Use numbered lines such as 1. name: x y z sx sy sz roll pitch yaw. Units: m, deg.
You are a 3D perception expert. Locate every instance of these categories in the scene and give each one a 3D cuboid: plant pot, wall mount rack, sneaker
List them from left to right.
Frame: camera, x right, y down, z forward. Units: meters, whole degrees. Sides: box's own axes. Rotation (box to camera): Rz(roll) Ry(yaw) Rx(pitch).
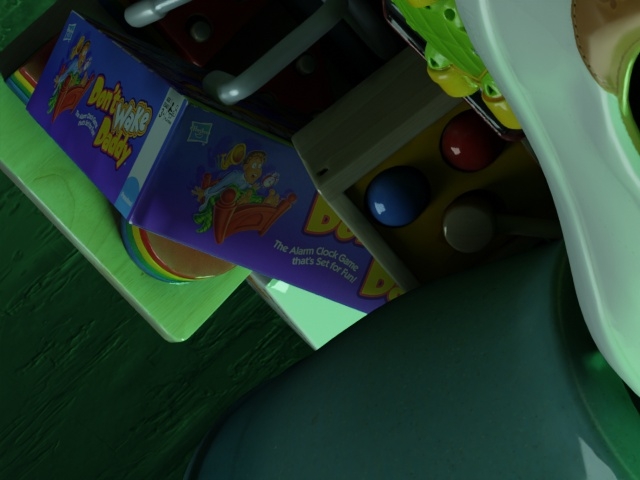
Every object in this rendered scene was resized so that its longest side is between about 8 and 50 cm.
1. wall mount rack: -0.113 -0.219 0.875 0.350 0.130 0.304 50 -179 -24
2. plant pot: 0.108 0.126 0.699 0.271 0.272 0.255 47 133 1
3. sneaker: 0.146 0.004 0.486 0.290 0.106 0.123 49 175 -34

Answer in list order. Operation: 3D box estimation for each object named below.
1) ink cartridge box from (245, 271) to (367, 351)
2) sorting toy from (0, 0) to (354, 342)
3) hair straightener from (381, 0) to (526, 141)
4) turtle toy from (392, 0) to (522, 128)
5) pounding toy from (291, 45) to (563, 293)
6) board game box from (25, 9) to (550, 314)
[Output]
1. ink cartridge box: 0.000 0.000 1.513 0.171 0.168 0.233 51 174 -35
2. sorting toy: -0.099 -0.099 1.118 0.255 0.257 0.089 48 159 -14
3. hair straightener: 0.035 -0.147 0.697 0.230 0.047 0.089 51 176 3
4. turtle toy: 0.070 -0.098 0.576 0.095 0.066 0.130 47 176 -32
5. pounding toy: 0.084 -0.028 0.796 0.141 0.130 0.100 49 -172 -29
6. board game box: 0.002 -0.027 0.972 0.347 0.078 0.233 22 -170 -32
